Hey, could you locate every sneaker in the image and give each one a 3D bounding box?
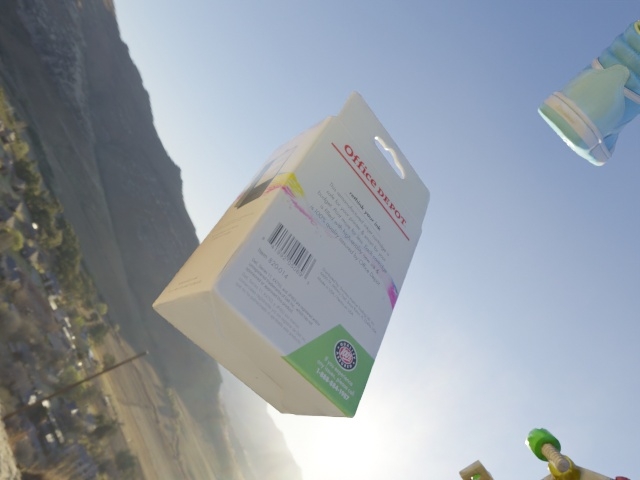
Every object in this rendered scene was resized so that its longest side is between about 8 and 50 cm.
[{"bbox_3d":[0.491,-0.234,0.731,0.208,0.319,0.127,-46,-108,30],"label":"sneaker"}]

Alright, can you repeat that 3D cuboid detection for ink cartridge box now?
[{"bbox_3d":[0.000,0.000,0.551,0.119,0.353,0.207,-19,-59,44],"label":"ink cartridge box"}]

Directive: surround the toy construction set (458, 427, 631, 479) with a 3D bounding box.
[{"bbox_3d":[0.354,0.411,0.661,0.309,0.257,0.237,26,3,-4],"label":"toy construction set"}]
